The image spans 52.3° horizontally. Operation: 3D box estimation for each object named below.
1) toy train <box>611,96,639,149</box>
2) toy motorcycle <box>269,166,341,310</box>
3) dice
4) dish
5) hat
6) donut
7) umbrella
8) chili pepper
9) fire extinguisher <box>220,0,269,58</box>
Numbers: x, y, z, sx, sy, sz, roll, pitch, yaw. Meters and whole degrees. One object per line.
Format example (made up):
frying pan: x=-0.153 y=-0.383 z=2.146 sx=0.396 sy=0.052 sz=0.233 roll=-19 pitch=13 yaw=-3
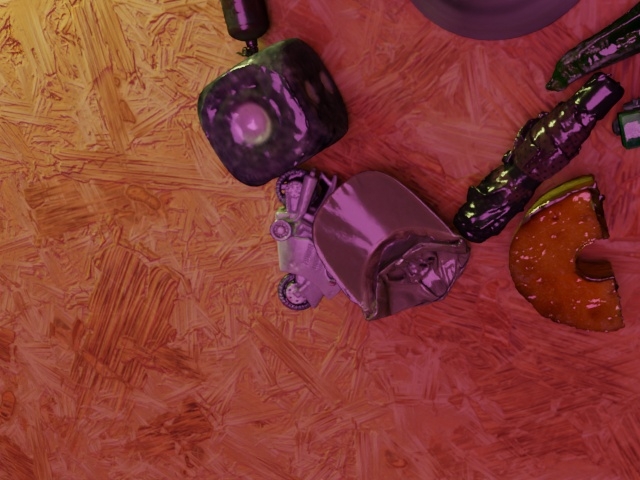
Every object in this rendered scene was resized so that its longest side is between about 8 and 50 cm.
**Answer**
toy train: x=0.502 y=-0.174 z=0.905 sx=0.178 sy=0.104 sz=0.071 roll=-10 pitch=102 yaw=21
toy motorcycle: x=0.000 y=0.000 z=1.156 sx=0.170 sy=0.110 sz=0.261 roll=0 pitch=103 yaw=1
dice: x=-0.073 y=-0.205 z=1.052 sx=0.182 sy=0.183 sz=0.182 roll=-24 pitch=102 yaw=27
dish: x=0.238 y=-0.432 z=0.897 sx=0.316 sy=0.106 sz=0.317 roll=7 pitch=111 yaw=17
hat: x=0.124 y=0.005 z=1.108 sx=0.214 sy=0.149 sz=0.245 roll=-39 pitch=76 yaw=19
donut: x=0.370 y=0.021 z=1.007 sx=0.152 sy=0.101 sz=0.259 roll=-9 pitch=120 yaw=23
umbrella: x=0.322 y=-0.122 z=0.993 sx=0.094 sy=0.090 sz=0.326 roll=37 pitch=120 yaw=0
chili pepper: x=0.422 y=-0.277 z=0.921 sx=0.226 sy=0.059 sz=0.088 roll=-32 pitch=108 yaw=30
fire extinguisher: x=-0.137 y=-0.414 z=1.060 sx=0.089 sy=0.072 sz=0.268 roll=10 pitch=118 yaw=50
